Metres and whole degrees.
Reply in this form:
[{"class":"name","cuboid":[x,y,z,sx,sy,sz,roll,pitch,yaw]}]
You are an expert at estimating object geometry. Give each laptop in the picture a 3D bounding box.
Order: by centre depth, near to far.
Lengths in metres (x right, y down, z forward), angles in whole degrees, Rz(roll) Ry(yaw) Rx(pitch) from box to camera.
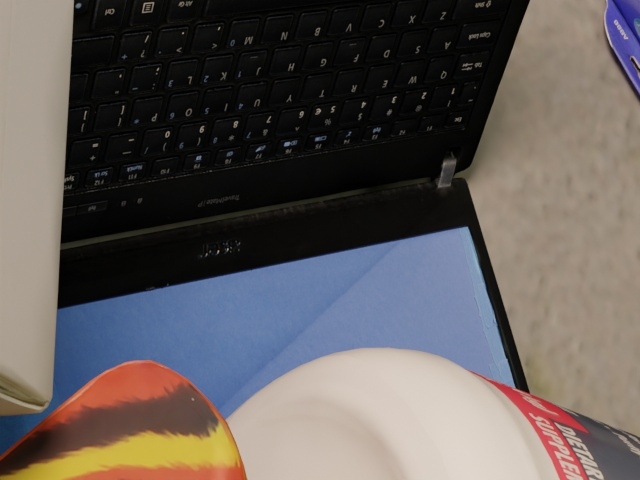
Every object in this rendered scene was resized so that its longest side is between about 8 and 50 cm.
[{"class":"laptop","cuboid":[0.000,0.000,0.619,0.234,0.264,0.136,-11,45,-34]}]

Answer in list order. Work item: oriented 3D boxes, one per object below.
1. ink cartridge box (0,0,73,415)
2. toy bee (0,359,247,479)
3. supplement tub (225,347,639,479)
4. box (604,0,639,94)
[{"class":"ink cartridge box","cuboid":[-0.172,-0.030,0.482,0.087,0.208,0.153,42,46,-65]},{"class":"toy bee","cuboid":[-0.119,0.169,0.460,0.162,0.298,0.195,53,7,27]},{"class":"supplement tub","cuboid":[0.087,0.157,0.584,0.272,0.191,0.191,22,65,-32]},{"class":"box","cuboid":[0.180,-0.101,0.825,0.136,0.028,0.081,-37,97,-35]}]
